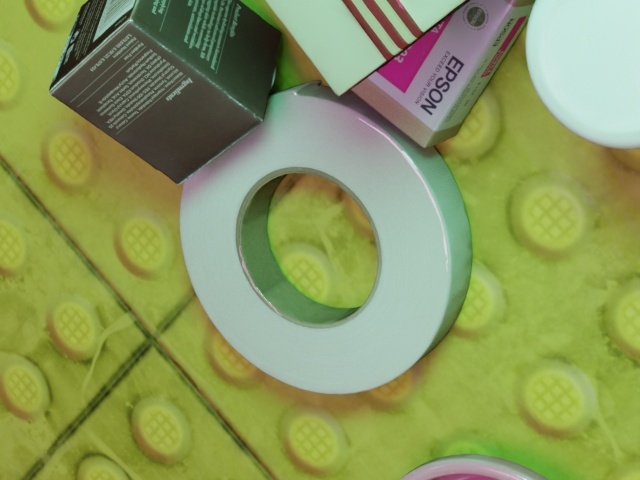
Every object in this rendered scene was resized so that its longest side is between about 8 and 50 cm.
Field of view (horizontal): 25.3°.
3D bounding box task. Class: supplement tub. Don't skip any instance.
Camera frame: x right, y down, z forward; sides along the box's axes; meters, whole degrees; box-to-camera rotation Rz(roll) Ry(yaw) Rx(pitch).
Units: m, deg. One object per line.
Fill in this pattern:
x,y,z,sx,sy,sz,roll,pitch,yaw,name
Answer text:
0.332,-0.205,1.397,0.191,0.272,0.191,10,111,28,supplement tub

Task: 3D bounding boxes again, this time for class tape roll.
0.000,0.000,1.780,0.392,0.072,0.391,10,111,28,tape roll

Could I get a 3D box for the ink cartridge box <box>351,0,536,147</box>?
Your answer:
0.120,-0.255,1.617,0.193,0.088,0.234,40,121,15,ink cartridge box

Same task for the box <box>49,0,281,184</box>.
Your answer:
-0.182,-0.212,1.708,0.203,0.168,0.167,37,130,-25,box

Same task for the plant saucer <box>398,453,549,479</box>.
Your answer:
0.220,0.413,1.776,0.332,0.084,0.332,9,110,27,plant saucer

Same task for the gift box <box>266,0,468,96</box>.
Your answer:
0.077,-0.343,1.397,0.258,0.255,0.276,52,131,-3,gift box
